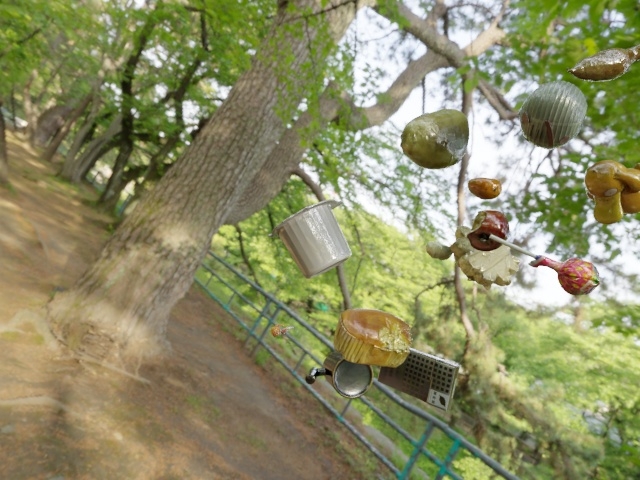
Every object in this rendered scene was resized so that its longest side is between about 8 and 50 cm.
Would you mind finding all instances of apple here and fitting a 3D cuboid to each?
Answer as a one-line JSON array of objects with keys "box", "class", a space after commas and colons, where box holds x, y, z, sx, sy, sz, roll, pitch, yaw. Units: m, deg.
[{"box": [0.636, -0.044, 1.866, 0.147, 0.158, 0.155, 8, -51, 24], "class": "apple"}]

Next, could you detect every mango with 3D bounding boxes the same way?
[{"box": [0.635, -0.203, 1.951, 0.105, 0.084, 0.159, 19, -8, -25], "class": "mango"}]

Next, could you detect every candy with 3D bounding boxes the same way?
[{"box": [0.731, 0.065, 1.635, 0.366, 0.124, 0.124, 25, -4, 10], "class": "candy"}]

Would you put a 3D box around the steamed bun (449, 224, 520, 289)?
[{"box": [0.644, 0.069, 2.020, 0.296, 0.292, 0.137, 9, -36, -14], "class": "steamed bun"}]

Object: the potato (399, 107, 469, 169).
[{"box": [0.395, -0.346, 1.709, 0.308, 0.209, 0.173, -16, 27, -41], "class": "potato"}]

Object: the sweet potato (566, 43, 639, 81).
[{"box": [0.714, -0.430, 1.195, 0.075, 0.270, 0.074, 160, -90, -88], "class": "sweet potato"}]

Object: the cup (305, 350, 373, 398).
[{"box": [0.065, 0.499, 1.932, 0.240, 0.165, 0.177, 21, -8, -14], "class": "cup"}]

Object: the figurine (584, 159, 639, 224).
[{"box": [0.943, -0.159, 1.560, 0.228, 0.214, 0.215, -11, 12, -21], "class": "figurine"}]

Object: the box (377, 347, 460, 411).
[{"box": [0.391, 0.541, 2.013, 0.325, 0.180, 0.047, 13, 1, 40], "class": "box"}]

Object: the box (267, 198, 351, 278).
[{"box": [0.000, 0.000, 1.714, 0.262, 0.291, 0.206, -37, -103, 55], "class": "box"}]

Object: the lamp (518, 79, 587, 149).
[{"box": [0.854, -0.461, 1.842, 0.233, 0.233, 0.265, 27, -10, 31], "class": "lamp"}]

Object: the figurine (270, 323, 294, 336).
[{"box": [-0.158, 0.365, 2.042, 0.064, 0.047, 0.109, -18, -9, 43], "class": "figurine"}]

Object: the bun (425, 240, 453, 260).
[{"box": [0.497, 0.046, 2.084, 0.115, 0.069, 0.115, 16, 7, -2], "class": "bun"}]

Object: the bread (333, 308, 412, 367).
[{"box": [0.169, 0.307, 1.593, 0.250, 0.133, 0.179, 16, 29, -6], "class": "bread"}]
